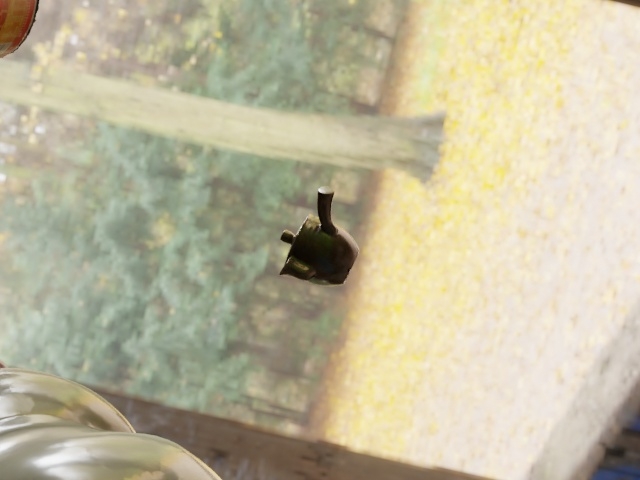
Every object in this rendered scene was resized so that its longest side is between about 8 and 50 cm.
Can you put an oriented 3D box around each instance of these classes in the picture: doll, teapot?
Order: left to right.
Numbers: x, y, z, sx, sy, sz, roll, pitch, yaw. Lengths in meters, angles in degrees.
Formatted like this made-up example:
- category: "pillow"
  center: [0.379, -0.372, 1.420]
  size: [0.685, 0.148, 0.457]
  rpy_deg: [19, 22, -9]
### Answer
- category: "doll"
  center: [-0.194, 0.211, 0.881]
  size: [0.370, 0.226, 0.215]
  rpy_deg: [-157, 80, -70]
- category: "teapot"
  center: [0.000, 0.000, 1.267]
  size: [0.085, 0.080, 0.110]
  rpy_deg: [-61, -5, -51]

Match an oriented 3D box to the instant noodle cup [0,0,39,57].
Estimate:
- category: "instant noodle cup"
  center: [-0.429, -0.279, 1.393]
  size: [0.174, 0.213, 0.213]
  rpy_deg: [-12, -60, -57]
